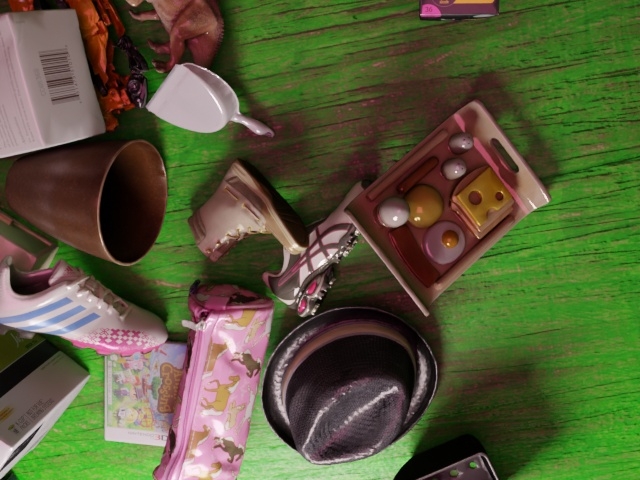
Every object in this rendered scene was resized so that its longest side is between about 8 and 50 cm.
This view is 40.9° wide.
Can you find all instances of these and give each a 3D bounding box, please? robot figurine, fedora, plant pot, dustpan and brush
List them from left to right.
[{"bbox_3d":[-0.419,-0.080,1.486,0.230,0.215,0.216,9,103,18],"label":"plant pot"},{"bbox_3d":[-0.412,-0.324,1.480,0.211,0.085,0.291,-21,98,11],"label":"robot figurine"},{"bbox_3d":[-0.173,-0.221,1.466,0.211,0.060,0.147,33,141,-17],"label":"dustpan and brush"},{"bbox_3d":[0.050,0.284,1.502,0.333,0.152,0.334,0,110,0],"label":"fedora"},{"bbox_3d":[0.242,0.453,1.531,0.188,0.167,0.188,-26,99,12],"label":"plant pot"}]

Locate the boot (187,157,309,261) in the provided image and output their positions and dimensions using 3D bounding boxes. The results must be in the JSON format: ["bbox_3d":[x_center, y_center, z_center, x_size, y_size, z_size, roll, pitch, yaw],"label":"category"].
[{"bbox_3d":[-0.129,-0.017,1.492,0.165,0.077,0.213,-47,65,15],"label":"boot"}]

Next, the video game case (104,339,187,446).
[{"bbox_3d":[-0.316,0.290,1.633,0.193,0.023,0.213,5,103,5],"label":"video game case"}]

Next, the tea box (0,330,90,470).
[{"bbox_3d":[-0.645,0.269,1.510,0.323,0.329,0.220,40,104,-2],"label":"tea box"}]

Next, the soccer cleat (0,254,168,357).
[{"bbox_3d":[-0.417,0.112,1.507,0.331,0.116,0.143,12,111,-24],"label":"soccer cleat"}]

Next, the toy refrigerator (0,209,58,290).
[{"bbox_3d":[-0.625,-0.019,1.562,0.269,0.102,0.094,32,104,0],"label":"toy refrigerator"}]

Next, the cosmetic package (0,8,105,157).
[{"bbox_3d":[-0.570,-0.236,1.424,0.384,0.156,0.217,-5,103,29],"label":"cosmetic package"}]

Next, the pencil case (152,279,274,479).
[{"bbox_3d":[-0.191,0.270,1.532,0.167,0.160,0.386,7,102,-22],"label":"pencil case"}]

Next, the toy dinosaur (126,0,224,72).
[{"bbox_3d":[-0.222,-0.401,1.427,0.200,0.127,0.296,-30,103,5],"label":"toy dinosaur"}]

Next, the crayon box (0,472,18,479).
[{"bbox_3d":[-0.707,0.628,1.721,0.322,0.083,0.203,-27,98,11],"label":"crayon box"}]

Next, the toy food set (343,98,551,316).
[{"bbox_3d":[0.214,-0.056,1.417,0.306,0.092,0.220,-40,96,-12],"label":"toy food set"}]

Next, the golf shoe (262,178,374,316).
[{"bbox_3d":[0.000,0.000,1.496,0.120,0.105,0.273,33,103,7],"label":"golf shoe"}]

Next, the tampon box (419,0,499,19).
[{"bbox_3d":[0.216,-0.401,1.351,0.120,0.161,0.102,1,102,7],"label":"tampon box"}]
